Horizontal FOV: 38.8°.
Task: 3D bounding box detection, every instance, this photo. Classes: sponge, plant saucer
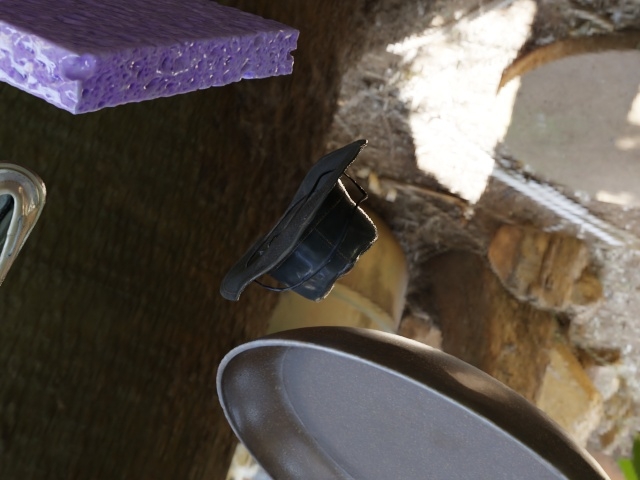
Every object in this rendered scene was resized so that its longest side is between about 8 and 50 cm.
[{"bbox_3d":[-0.108,-0.112,0.491,0.117,0.031,0.210,22,-157,19],"label":"sponge"},{"bbox_3d":[0.072,0.156,0.590,0.310,0.050,0.311,27,149,18],"label":"plant saucer"}]

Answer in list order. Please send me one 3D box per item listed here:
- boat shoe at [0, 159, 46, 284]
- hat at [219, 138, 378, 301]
[{"bbox_3d":[-0.252,0.034,0.614,0.068,0.190,0.072,26,-169,-18],"label":"boat shoe"},{"bbox_3d":[0.000,0.000,1.309,0.134,0.331,0.331,39,154,-9],"label":"hat"}]
